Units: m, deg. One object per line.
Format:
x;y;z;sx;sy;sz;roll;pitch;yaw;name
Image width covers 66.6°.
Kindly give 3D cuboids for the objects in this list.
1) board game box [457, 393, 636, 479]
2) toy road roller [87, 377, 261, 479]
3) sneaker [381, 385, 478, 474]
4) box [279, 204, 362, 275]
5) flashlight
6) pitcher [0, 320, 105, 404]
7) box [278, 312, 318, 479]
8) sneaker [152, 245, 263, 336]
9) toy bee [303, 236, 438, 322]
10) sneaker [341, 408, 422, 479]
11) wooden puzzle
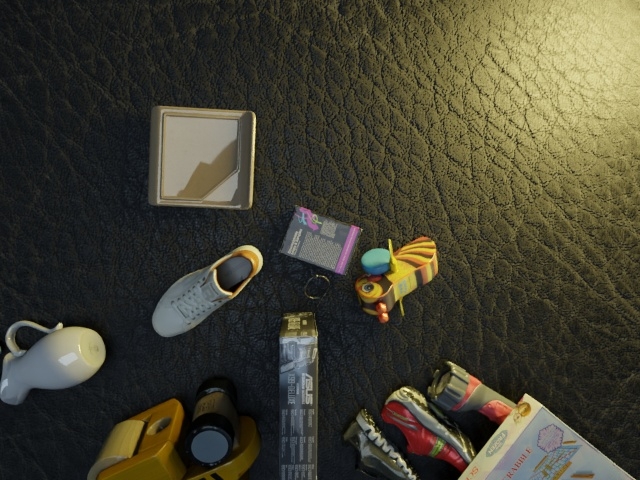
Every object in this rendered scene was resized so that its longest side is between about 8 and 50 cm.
0.470;0.550;1.051;0.318;0.066;0.318;39;89;-11;board game box
-0.285;0.477;1.036;0.330;0.202;0.240;-22;104;-3;toy road roller
0.256;0.457;1.120;0.279;0.107;0.118;43;104;2;sneaker
0.000;0.000;1.114;0.162;0.029;0.115;20;90;-4;box
0.396;0.394;1.109;0.304;0.103;0.103;33;89;-3;flashlight
-0.587;0.240;1.057;0.207;0.125;0.177;-20;77;9;pitcher
-0.047;0.321;1.016;0.077;0.242;0.307;0;91;-3;box
-0.258;0.110;1.060;0.290;0.123;0.106;-39;95;0;sneaker
0.141;0.108;1.055;0.298;0.162;0.195;-39;126;5;toy bee
0.136;0.506;1.116;0.106;0.078;0.234;-41;89;2;sneaker
-0.265;-0.183;1.092;0.239;0.044;0.220;3;92;2;wooden puzzle
